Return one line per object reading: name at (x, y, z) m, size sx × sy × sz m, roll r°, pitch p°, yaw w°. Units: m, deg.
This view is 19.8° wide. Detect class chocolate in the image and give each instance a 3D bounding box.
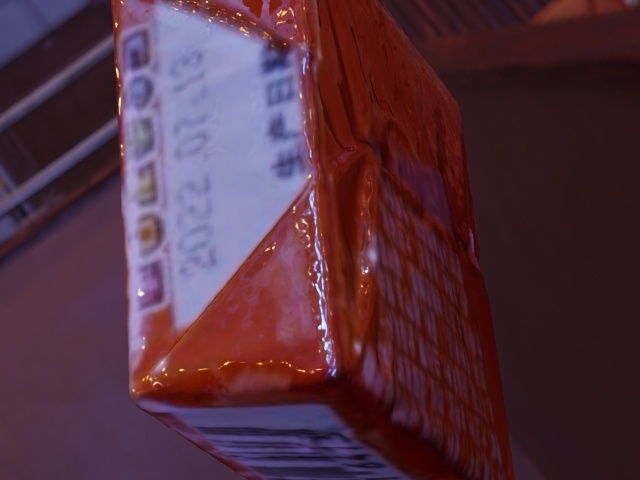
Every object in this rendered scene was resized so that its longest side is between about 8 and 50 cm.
chocolate at (0.000, 0.000, 0.826) m, size 0.108 × 0.235 × 0.237 m, roll -14°, pitch -25°, yaw 19°
